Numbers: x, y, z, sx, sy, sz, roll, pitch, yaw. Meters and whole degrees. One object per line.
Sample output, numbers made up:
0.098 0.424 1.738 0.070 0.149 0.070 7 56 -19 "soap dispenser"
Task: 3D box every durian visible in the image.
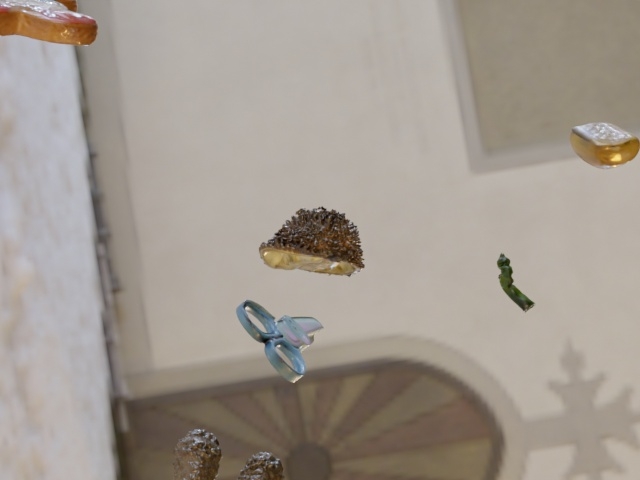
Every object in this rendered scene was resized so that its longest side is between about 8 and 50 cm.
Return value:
-0.002 -0.002 1.750 0.140 0.110 0.071 175 -78 -68 "durian"

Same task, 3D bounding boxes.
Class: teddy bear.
-0.152 0.340 1.884 0.251 0.182 0.129 -60 -168 5 "teddy bear"

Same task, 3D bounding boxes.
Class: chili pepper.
0.247 0.055 2.141 0.083 0.027 0.022 62 28 6 "chili pepper"

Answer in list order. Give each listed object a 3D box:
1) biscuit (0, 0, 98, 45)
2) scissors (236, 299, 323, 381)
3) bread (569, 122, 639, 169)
-0.310 -0.235 1.588 0.250 0.165 0.036 -135 -127 -62 "biscuit"
-0.042 0.129 2.258 0.125 0.030 0.256 52 12 8 "scissors"
0.411 -0.132 2.403 0.115 0.082 0.056 -138 -139 -62 "bread"
